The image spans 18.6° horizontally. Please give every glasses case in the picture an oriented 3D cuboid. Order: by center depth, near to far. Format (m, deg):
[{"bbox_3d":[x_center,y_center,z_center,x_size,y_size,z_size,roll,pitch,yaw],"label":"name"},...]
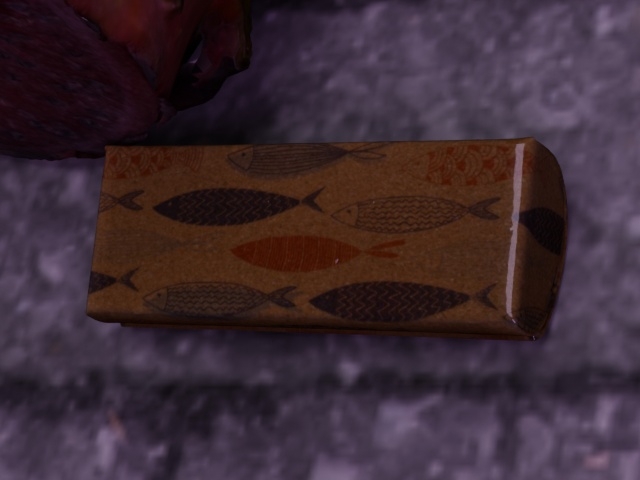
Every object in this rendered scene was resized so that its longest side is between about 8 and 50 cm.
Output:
[{"bbox_3d":[0.000,0.000,0.683,0.169,0.041,0.065,0,78,28],"label":"glasses case"}]

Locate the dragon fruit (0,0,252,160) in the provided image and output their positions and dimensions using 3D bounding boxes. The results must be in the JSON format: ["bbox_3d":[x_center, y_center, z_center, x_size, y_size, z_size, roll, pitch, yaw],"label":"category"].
[{"bbox_3d":[-0.160,-0.198,0.718,0.314,0.296,0.263,7,71,30],"label":"dragon fruit"}]
